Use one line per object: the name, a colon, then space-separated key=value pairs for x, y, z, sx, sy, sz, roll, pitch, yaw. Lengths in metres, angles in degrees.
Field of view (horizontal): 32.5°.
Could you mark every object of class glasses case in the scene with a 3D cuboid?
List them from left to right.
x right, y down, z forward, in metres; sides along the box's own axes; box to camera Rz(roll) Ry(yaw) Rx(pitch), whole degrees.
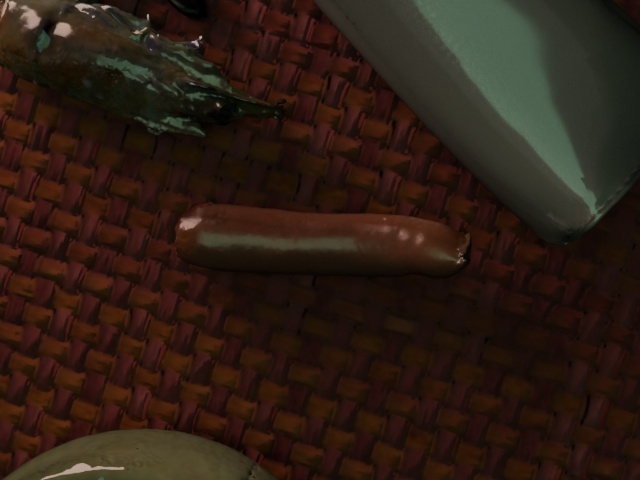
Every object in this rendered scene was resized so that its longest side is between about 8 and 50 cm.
glasses case: x=0.074 y=-0.145 z=0.625 sx=0.128 sy=0.083 sz=0.308 roll=-41 pitch=84 yaw=-1

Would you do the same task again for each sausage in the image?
sausage: x=0.000 y=0.001 z=0.646 sx=0.177 sy=0.047 sz=0.040 roll=4 pitch=77 yaw=9

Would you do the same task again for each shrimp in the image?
shrimp: x=-0.114 y=-0.136 z=0.668 sx=0.223 sy=0.047 sz=0.126 roll=24 pitch=82 yaw=8

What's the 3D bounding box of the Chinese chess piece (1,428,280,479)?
Chinese chess piece: x=-0.103 y=0.233 z=0.626 sx=0.250 sy=0.101 sz=0.250 roll=0 pitch=89 yaw=8
